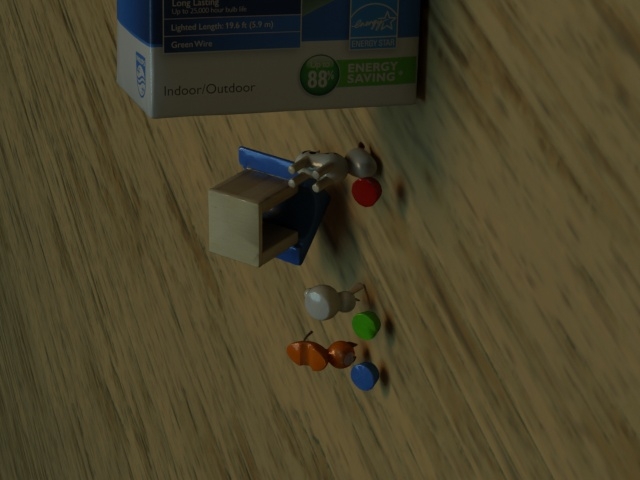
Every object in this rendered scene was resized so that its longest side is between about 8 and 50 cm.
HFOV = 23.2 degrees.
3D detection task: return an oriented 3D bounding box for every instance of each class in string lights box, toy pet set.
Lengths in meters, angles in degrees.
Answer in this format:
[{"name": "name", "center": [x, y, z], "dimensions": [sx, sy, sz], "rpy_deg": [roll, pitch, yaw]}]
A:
[{"name": "string lights box", "center": [-0.024, -0.193, 0.711], "dimensions": [0.077, 0.133, 0.259], "rpy_deg": [-135, 43, -63]}, {"name": "toy pet set", "center": [0.000, 0.000, 0.842], "dimensions": [0.114, 0.065, 0.122], "rpy_deg": [18, 121, 30]}]
